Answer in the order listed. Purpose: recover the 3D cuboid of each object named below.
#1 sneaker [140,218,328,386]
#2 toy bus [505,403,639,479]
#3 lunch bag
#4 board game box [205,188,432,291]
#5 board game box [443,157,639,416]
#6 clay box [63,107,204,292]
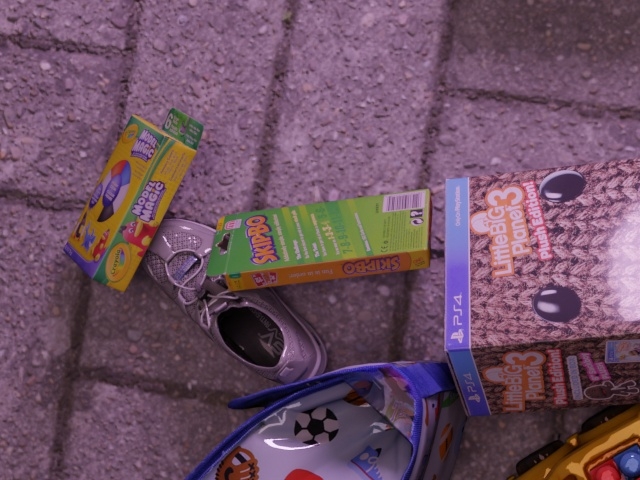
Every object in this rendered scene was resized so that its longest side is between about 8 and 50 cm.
[{"bbox_3d":[-0.111,0.065,1.763,0.281,0.115,0.105,37,95,15],"label":"sneaker"},{"bbox_3d":[0.306,0.273,1.604,0.220,0.211,0.149,-32,81,11],"label":"toy bus"},{"bbox_3d":[-0.005,0.276,1.620,0.239,0.328,0.385,44,99,14],"label":"lunch bag"},{"bbox_3d":[0.000,0.000,1.740,0.259,0.124,0.039,-5,125,9],"label":"board game box"},{"bbox_3d":[0.287,0.047,1.607,0.291,0.141,0.232,-7,52,13],"label":"board game box"},{"bbox_3d":[-0.226,-0.060,1.797,0.053,0.127,0.222,25,94,-30],"label":"clay box"}]
